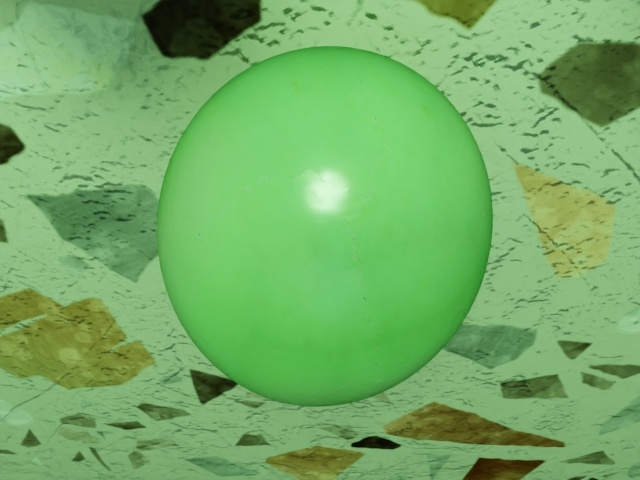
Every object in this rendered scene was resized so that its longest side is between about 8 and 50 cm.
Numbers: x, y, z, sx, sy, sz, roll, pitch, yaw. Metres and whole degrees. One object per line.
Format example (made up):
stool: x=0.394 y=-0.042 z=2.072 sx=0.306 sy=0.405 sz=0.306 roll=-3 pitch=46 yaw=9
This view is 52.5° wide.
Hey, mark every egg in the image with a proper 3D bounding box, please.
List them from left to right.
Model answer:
egg: x=0.000 y=0.000 z=0.448 sx=0.220 sy=0.220 sz=0.270 roll=8 pitch=137 yaw=-8
